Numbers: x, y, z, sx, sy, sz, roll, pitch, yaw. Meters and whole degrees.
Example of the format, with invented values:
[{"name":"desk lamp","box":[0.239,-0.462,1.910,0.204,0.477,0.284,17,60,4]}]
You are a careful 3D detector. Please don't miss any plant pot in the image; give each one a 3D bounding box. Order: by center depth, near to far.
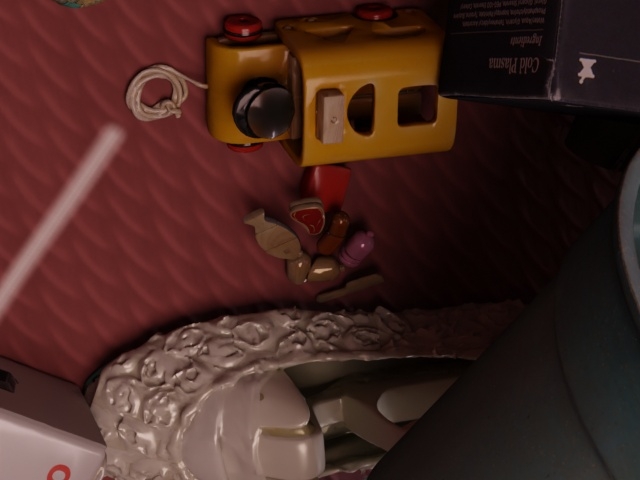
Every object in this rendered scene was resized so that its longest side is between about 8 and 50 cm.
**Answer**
[{"name":"plant pot","box":[0.217,0.159,1.283,0.341,0.341,0.334,23,133,-26]}]

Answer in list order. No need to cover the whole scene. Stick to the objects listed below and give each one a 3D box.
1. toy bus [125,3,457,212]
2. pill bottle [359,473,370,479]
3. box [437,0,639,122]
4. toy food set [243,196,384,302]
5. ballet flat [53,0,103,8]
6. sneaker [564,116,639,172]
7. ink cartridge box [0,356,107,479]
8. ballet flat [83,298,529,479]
[{"name":"toy bus","box":[0.000,-0.103,1.386,0.191,0.104,0.202,39,97,-29]},{"name":"pill bottle","box":[-0.044,0.308,1.524,0.283,0.160,0.160,-30,120,1]},{"name":"box","box":[0.282,-0.228,1.330,0.343,0.179,0.312,7,91,-21]},{"name":"toy food set","box":[0.000,0.000,1.466,0.078,0.019,0.122,-19,141,14]},{"name":"ballet flat","box":[-0.139,-0.313,1.235,0.123,0.123,0.348,1,113,-19]},{"name":"sneaker","box":[0.295,-0.111,1.508,0.222,0.083,0.118,5,124,-21]},{"name":"ink cartridge box","box":[-0.320,0.164,1.398,0.273,0.114,0.197,24,104,-26]},{"name":"ballet flat","box":[0.019,0.123,1.484,0.409,0.147,0.147,-9,117,-14]}]
